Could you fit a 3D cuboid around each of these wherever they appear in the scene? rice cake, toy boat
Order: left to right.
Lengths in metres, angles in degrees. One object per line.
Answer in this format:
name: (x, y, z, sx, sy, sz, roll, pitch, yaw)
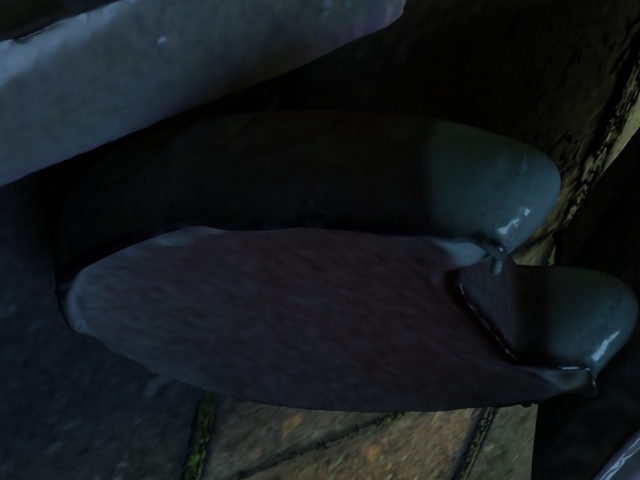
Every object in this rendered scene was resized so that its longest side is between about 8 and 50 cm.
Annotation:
rice cake: (-0.123, -0.047, 0.439, 0.365, 0.056, 0.073, -28, 140, -19)
toy boat: (0.000, 0.000, 0.512, 0.155, 0.227, 0.085, 45, 50, -45)

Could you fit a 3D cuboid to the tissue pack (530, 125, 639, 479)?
tissue pack: (0.206, 0.000, 0.609, 0.259, 0.122, 0.361, -51, -176, 21)
